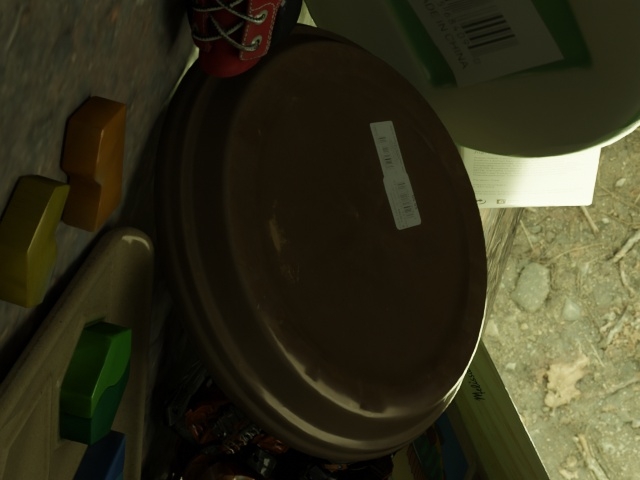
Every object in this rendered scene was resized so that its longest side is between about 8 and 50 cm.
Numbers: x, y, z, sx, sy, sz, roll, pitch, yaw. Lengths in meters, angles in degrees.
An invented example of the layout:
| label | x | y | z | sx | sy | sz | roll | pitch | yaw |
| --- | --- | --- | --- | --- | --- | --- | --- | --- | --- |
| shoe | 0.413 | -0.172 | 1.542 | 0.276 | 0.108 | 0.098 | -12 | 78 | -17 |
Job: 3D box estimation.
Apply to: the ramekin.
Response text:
| label | x | y | z | sx | sy | sz | roll | pitch | yaw |
| --- | --- | --- | --- | --- | --- | --- | --- | --- | --- |
| ramekin | 0.128 | -0.197 | 1.068 | 0.148 | 0.303 | 0.303 | -55 | 159 | -36 |

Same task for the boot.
| label | x | y | z | sx | sy | sz | roll | pitch | yaw |
| --- | --- | --- | --- | --- | --- | --- | --- | --- | --- |
| boot | -0.048 | -0.149 | 0.830 | 0.244 | 0.088 | 0.176 | -57 | 161 | -64 |

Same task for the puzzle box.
| label | x | y | z | sx | sy | sz | roll | pitch | yaw |
| --- | --- | --- | --- | --- | --- | --- | --- | --- | --- |
| puzzle box | 0.069 | 0.190 | 1.292 | 0.409 | 0.052 | 0.272 | -112 | -148 | -49 |

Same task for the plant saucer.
| label | x | y | z | sx | sy | sz | roll | pitch | yaw |
| --- | --- | --- | --- | --- | --- | --- | --- | --- | --- |
| plant saucer | 0.015 | -0.005 | 0.997 | 0.278 | 0.041 | 0.277 | 18 | 64 | -43 |

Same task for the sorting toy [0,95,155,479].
| label | x | y | z | sx | sy | sz | roll | pitch | yaw |
| --- | --- | --- | --- | --- | --- | --- | --- | --- | --- |
| sorting toy | -0.137 | 0.095 | 0.845 | 0.229 | 0.041 | 0.307 | -58 | 160 | -52 |

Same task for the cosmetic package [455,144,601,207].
| label | x | y | z | sx | sy | sz | roll | pitch | yaw |
| --- | --- | --- | --- | --- | --- | --- | --- | --- | --- |
| cosmetic package | 0.208 | -0.196 | 1.650 | 0.365 | 0.155 | 0.196 | 83 | 7 | -66 |

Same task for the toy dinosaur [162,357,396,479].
| label | x | y | z | sx | sy | sz | roll | pitch | yaw |
| --- | --- | --- | --- | --- | --- | --- | --- | --- | --- |
| toy dinosaur | -0.028 | 0.152 | 1.143 | 0.322 | 0.218 | 0.164 | -40 | -139 | 41 |
